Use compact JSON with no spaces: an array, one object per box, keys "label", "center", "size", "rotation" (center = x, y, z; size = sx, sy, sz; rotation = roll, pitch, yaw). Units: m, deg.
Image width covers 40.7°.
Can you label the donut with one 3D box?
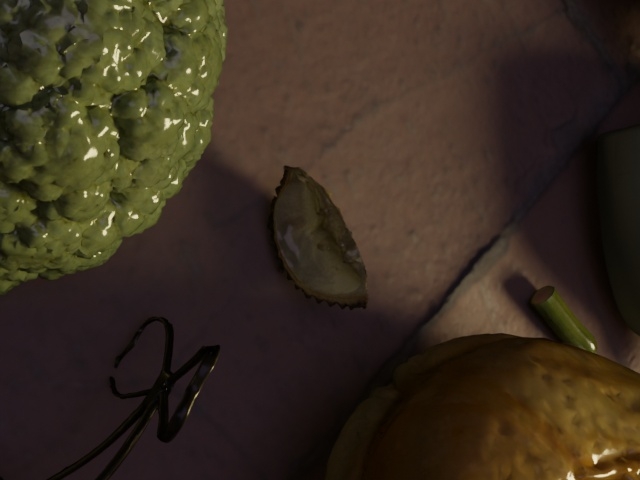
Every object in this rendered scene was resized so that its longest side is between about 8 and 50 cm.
[{"label":"donut","center":[0.191,0.273,0.635],"size":[0.449,0.198,0.449],"rotation":[14,53,-19]}]

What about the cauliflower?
[{"label":"cauliflower","center":[-0.192,-0.113,0.535],"size":[0.250,0.272,0.275],"rotation":[45,51,16]}]

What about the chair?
[{"label":"chair","center":[-0.231,0.148,0.528],"size":[0.170,0.160,0.325],"rotation":[40,76,-19]}]

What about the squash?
[{"label":"squash","center":[0.233,0.081,0.818],"size":[0.083,0.027,0.027],"rotation":[48,69,-15]}]

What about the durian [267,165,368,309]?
[{"label":"durian","center":[-0.007,0.004,0.689],"size":[0.052,0.066,0.130],"rotation":[-30,90,-24]}]

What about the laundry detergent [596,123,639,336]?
[{"label":"laundry detergent","center":[0.379,0.017,0.847],"size":[0.215,0.105,0.280],"rotation":[-12,90,-28]}]
